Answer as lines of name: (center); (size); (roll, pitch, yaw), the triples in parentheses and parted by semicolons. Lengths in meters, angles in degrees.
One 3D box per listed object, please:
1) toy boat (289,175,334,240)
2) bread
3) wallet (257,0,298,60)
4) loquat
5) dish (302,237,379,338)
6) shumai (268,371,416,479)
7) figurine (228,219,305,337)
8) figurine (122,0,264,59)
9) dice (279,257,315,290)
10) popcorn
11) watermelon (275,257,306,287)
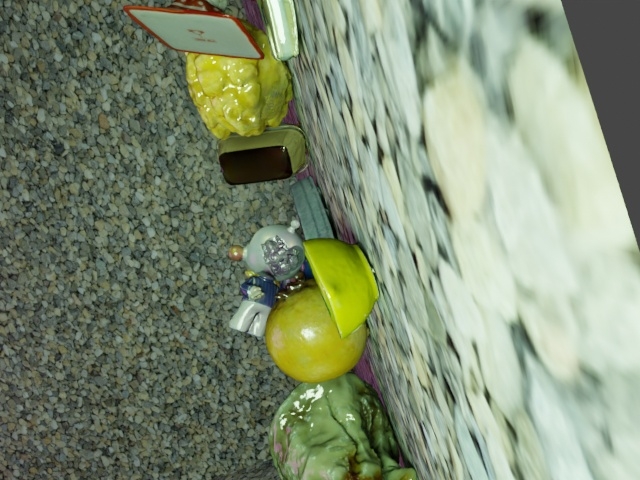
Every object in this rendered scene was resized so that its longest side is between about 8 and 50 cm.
toy boat: (-0.010, -0.039, 1.006); (0.127, 0.078, 0.283); (80, 174, -48)
bread: (-0.136, -0.210, 0.995); (0.212, 0.224, 0.143); (-81, -17, -61)
wallet: (-0.060, -0.313, 0.574); (0.155, 0.039, 0.110); (-112, 9, -62)
loquat: (-0.012, 0.186, 0.886); (0.244, 0.243, 0.244); (163, 90, -88)
dish: (0.035, 0.057, 0.589); (0.207, 0.080, 0.149); (-163, 52, -86)
shumai: (0.076, 0.534, 0.957); (0.398, 0.324, 0.323); (68, 164, -8)
figurine: (-0.133, 0.082, 0.948); (0.194, 0.274, 0.133); (47, 159, -19)
figurine: (-0.176, -0.434, 0.639); (0.160, 0.183, 0.226); (-25, -56, -81)
dice: (-0.016, 0.140, 1.089); (0.146, 0.143, 0.146); (27, -152, -36)
popcorn: (-0.166, -0.323, 0.852); (0.190, 0.250, 0.250); (30, 155, 28)
watermelon: (-0.064, 0.152, 1.644); (0.269, 0.268, 0.269); (163, 90, -88)
